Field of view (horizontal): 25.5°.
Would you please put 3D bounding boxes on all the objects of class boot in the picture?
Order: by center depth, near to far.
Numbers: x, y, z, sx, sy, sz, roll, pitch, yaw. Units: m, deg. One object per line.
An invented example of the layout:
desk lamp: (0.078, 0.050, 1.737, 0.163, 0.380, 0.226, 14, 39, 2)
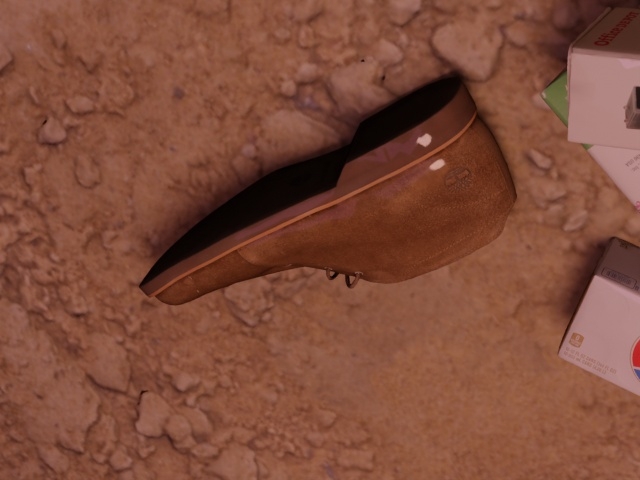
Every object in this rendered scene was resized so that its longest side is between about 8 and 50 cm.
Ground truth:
boot: (0.000, 0.000, 1.027, 0.305, 0.112, 0.115, -24, 112, 29)

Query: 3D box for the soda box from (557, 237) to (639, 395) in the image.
soda box: (0.276, 0.083, 0.957, 0.216, 0.069, 0.074, 26, 121, 12)

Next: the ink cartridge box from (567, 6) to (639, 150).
ink cartridge box: (0.213, -0.086, 0.778, 0.135, 0.099, 0.056, 10, 117, 24)

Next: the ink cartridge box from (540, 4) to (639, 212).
ink cartridge box: (0.269, -0.067, 0.876, 0.212, 0.093, 0.154, 50, 123, -1)
